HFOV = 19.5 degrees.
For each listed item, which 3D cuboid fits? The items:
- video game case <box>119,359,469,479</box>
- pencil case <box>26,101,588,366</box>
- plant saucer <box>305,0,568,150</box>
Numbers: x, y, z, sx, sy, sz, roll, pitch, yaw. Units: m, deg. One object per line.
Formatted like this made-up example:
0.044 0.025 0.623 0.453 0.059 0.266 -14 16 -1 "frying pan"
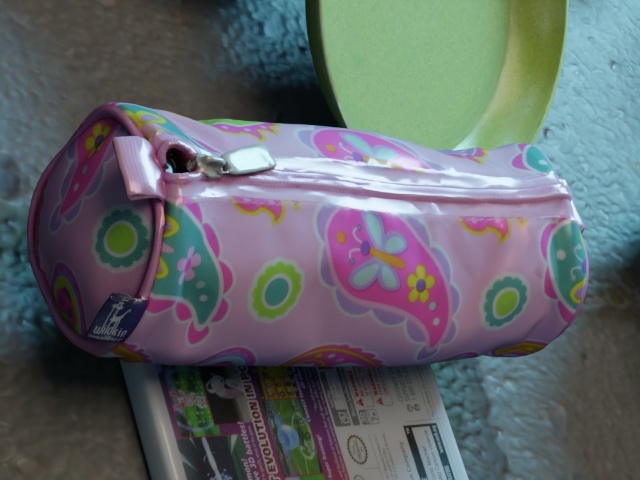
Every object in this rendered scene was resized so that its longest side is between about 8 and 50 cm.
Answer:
-0.017 0.072 0.955 0.183 0.023 0.201 0 63 -38 "video game case"
0.000 0.000 0.915 0.284 0.124 0.124 5 59 -36 "pencil case"
0.064 -0.140 1.081 0.241 0.037 0.241 -6 98 -50 "plant saucer"
